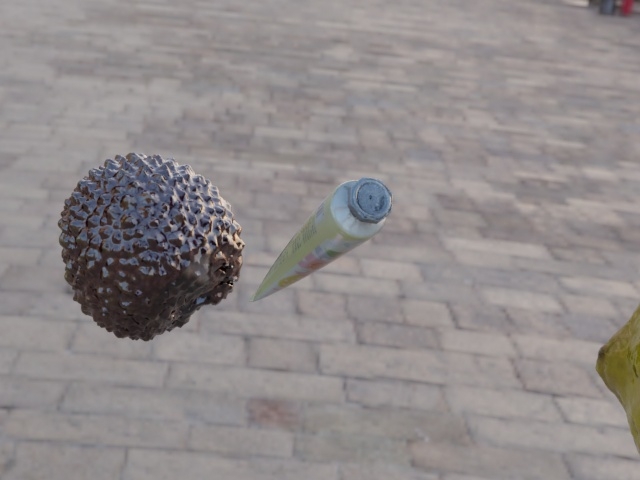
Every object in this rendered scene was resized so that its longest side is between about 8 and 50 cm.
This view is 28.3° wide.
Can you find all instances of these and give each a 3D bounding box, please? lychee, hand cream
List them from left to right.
[{"bbox_3d":[-0.169,0.002,1.226,0.188,0.188,0.188,6,14,-1],"label":"lychee"},{"bbox_3d":[0.000,0.000,0.477,0.022,0.035,0.102,41,-27,-4],"label":"hand cream"}]

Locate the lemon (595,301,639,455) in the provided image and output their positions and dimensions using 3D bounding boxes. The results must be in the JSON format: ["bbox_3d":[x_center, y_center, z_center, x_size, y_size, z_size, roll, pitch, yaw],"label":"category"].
[{"bbox_3d":[0.302,0.071,0.697,0.267,0.267,0.267,6,14,-1],"label":"lemon"}]
